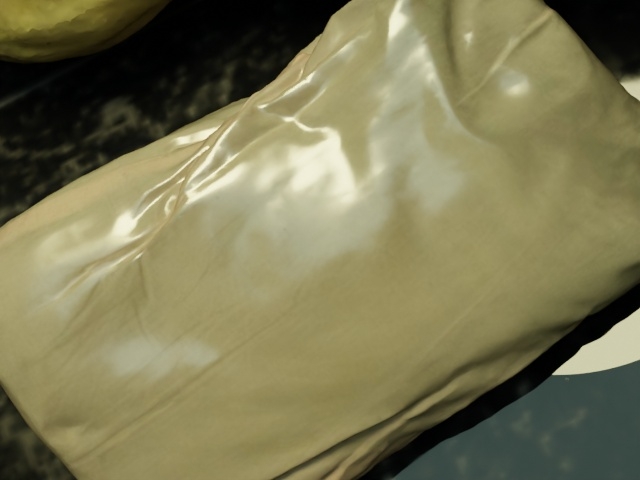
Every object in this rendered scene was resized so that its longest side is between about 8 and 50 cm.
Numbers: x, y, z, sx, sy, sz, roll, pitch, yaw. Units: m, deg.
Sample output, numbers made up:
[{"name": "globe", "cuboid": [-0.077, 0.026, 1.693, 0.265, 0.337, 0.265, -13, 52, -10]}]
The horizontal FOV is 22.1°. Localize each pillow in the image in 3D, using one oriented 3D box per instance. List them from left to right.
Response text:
[{"name": "pillow", "cuboid": [0.000, 0.000, 0.614, 0.270, 0.067, 0.173, -37, 94, 8]}]

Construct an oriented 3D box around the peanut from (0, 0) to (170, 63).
[{"name": "peanut", "cuboid": [-0.089, -0.146, 0.655, 0.319, 0.147, 0.147, -1, 80, 10]}]
